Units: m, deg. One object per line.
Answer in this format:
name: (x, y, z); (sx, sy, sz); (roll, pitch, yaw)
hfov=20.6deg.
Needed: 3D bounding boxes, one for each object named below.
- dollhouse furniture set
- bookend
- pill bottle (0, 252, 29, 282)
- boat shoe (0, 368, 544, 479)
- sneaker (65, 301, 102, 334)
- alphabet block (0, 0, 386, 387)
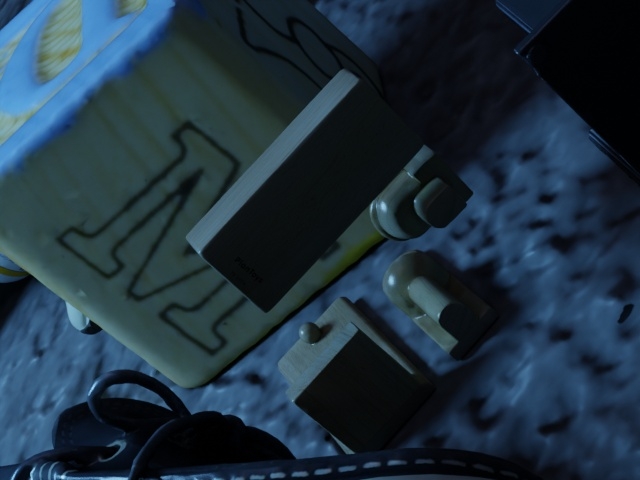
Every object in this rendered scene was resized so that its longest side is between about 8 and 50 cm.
dollhouse furniture set: (0.000, 0.000, 0.920); (0.144, 0.151, 0.123); (-47, 28, 1)
bookend: (0.138, -0.088, 0.822); (0.072, 0.157, 0.156); (-46, 29, 7)
pill bottle: (-0.230, -0.041, 1.336); (0.208, 0.117, 0.117); (-37, 30, 23)
boat shoe: (-0.069, 0.146, 0.814); (0.500, 0.187, 0.156); (-22, 44, 49)
sneaker: (-0.174, -0.014, 1.219); (0.075, 0.057, 0.161); (-3, 81, 20)
alphabet block: (-0.086, -0.066, 1.075); (0.193, 0.197, 0.192); (-38, 29, 20)
